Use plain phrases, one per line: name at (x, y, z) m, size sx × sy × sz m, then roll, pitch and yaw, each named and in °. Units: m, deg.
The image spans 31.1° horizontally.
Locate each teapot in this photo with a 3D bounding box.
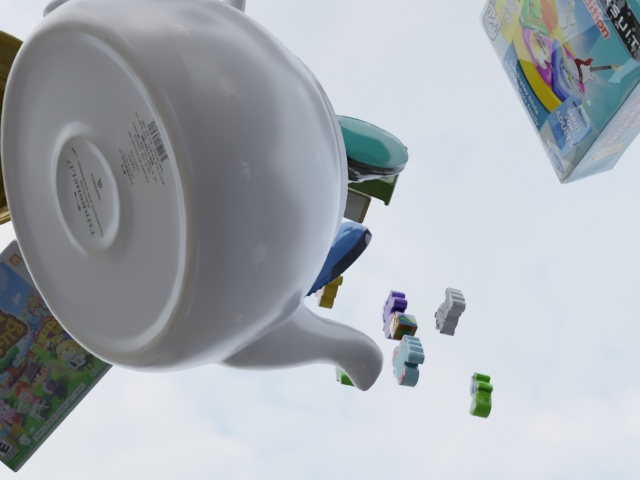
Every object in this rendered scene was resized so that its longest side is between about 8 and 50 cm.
teapot at (-0.073, -0.050, 0.737) m, size 0.252 × 0.187 × 0.256 m, roll 32°, pitch -55°, yaw 37°

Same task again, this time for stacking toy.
stacking toy at (0.085, 0.108, 1.235) m, size 0.167 × 0.221 × 0.052 m, roll 13°, pitch -61°, yaw -13°

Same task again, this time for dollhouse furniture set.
dollhouse furniture set at (0.000, 0.000, 1.668) m, size 0.151 × 0.301 × 0.197 m, roll 20°, pitch -44°, yaw 1°

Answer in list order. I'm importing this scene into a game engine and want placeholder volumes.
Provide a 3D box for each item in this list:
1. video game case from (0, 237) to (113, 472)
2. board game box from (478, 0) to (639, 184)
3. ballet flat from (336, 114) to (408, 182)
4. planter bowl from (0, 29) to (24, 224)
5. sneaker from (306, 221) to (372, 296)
video game case at (-0.369, 0.139, 1.392) m, size 0.193 × 0.023 × 0.212 m, roll 43°, pitch -97°, yaw -8°
board game box at (0.302, -0.251, 1.306) m, size 0.079 × 0.254 × 0.336 m, roll -18°, pitch -19°, yaw -14°
ballet flat at (-0.005, -0.123, 1.537) m, size 0.280 × 0.095 × 0.096 m, roll 12°, pitch -41°, yaw -44°
planter bowl at (-0.326, -0.081, 1.013) m, size 0.217 × 0.217 × 0.090 m, roll 21°, pitch -32°, yaw -4°
sneaker at (-0.050, 0.017, 1.081) m, size 0.209 × 0.069 × 0.082 m, roll -23°, pitch -71°, yaw 33°
